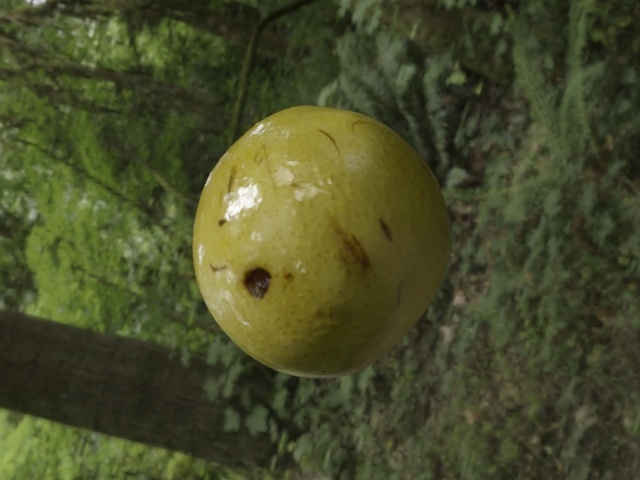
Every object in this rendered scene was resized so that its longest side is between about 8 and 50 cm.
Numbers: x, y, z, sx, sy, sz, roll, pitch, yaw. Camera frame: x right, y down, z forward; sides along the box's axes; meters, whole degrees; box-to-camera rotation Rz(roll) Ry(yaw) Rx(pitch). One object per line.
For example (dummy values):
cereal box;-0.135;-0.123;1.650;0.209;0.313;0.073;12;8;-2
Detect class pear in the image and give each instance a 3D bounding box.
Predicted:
pear;0.000;0.000;1.303;0.348;0.349;0.348;-164;90;-85
